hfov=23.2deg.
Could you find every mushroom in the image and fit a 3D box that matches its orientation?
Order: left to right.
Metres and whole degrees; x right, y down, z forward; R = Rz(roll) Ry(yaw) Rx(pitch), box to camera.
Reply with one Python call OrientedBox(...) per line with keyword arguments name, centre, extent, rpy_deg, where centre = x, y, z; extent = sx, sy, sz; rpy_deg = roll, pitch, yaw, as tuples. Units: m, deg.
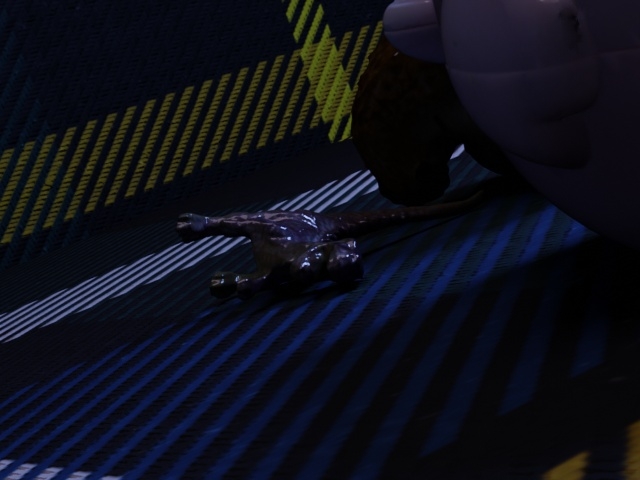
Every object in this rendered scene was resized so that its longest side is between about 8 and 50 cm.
OrientedBox(name="mushroom", centre=(0.145, -0.181, 1.337), extent=(0.260, 0.345, 0.345), rpy_deg=(-20, 6, -9))

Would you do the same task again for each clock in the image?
OrientedBox(name="clock", centre=(0.223, -0.134, 0.848), extent=(0.368, 0.250, 0.377), rpy_deg=(-22, 13, -18))

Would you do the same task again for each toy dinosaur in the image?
OrientedBox(name="toy dinosaur", centre=(0.000, 0.005, 1.250), extent=(0.200, 0.072, 0.251), rpy_deg=(-5, 0, 25))
